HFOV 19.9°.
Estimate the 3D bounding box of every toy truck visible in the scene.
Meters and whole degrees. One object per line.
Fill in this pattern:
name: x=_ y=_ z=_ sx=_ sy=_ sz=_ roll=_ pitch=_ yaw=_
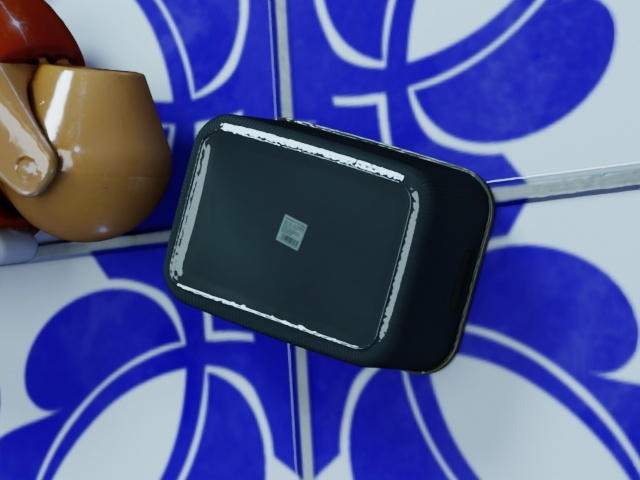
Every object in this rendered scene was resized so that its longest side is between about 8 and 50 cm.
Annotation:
toy truck: x=-0.242 y=-0.054 z=1.313 sx=0.239 sy=0.189 sz=0.265 roll=46 pitch=110 yaw=16

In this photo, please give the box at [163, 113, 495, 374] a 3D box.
box: x=0.000 y=0.000 z=1.214 sx=0.201 sy=0.090 sz=0.144 roll=19 pitch=98 yaw=30
